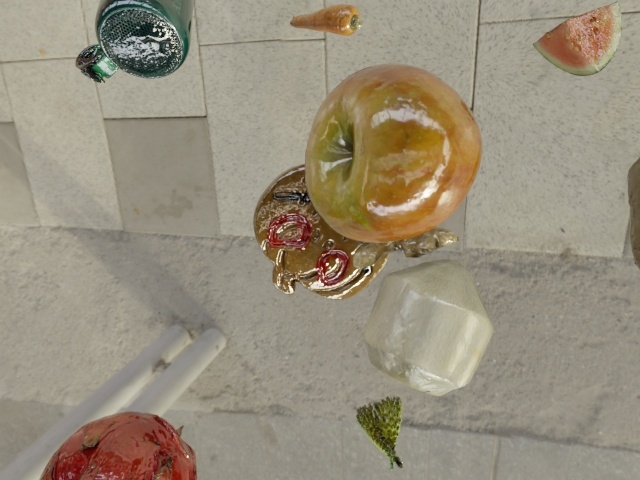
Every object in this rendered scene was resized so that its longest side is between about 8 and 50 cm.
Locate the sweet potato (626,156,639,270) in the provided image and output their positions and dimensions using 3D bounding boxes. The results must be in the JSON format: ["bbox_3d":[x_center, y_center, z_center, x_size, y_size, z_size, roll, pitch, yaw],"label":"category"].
[{"bbox_3d":[0.684,-0.048,0.907,0.158,0.369,0.157,17,147,11],"label":"sweet potato"}]

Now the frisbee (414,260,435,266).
[{"bbox_3d":[0.353,0.132,1.642,0.192,0.192,0.035,-21,119,24],"label":"frisbee"}]

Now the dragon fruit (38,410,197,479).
[{"bbox_3d":[-0.293,0.373,0.693,0.241,0.252,0.240,2,96,15],"label":"dragon fruit"}]

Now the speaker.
[{"bbox_3d":[-0.130,-0.145,0.334,0.060,0.075,0.094,20,139,-33],"label":"speaker"}]

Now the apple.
[{"bbox_3d":[0.088,-0.099,0.571,0.235,0.173,0.210,17,106,60],"label":"apple"}]

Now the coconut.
[{"bbox_3d":[0.221,0.162,0.947,0.238,0.237,0.265,19,84,11],"label":"coconut"}]

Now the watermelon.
[{"bbox_3d":[0.417,-0.338,0.785,0.135,0.094,0.125,14,91,47],"label":"watermelon"}]

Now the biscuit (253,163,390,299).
[{"bbox_3d":[0.000,0.000,1.113,0.367,0.063,0.314,40,93,-28],"label":"biscuit"}]

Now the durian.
[{"bbox_3d":[0.121,0.339,0.850,0.086,0.215,0.100,-26,82,5],"label":"durian"}]

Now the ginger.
[{"bbox_3d":[0.171,0.009,0.990,0.214,0.133,0.058,-23,119,-16],"label":"ginger"}]

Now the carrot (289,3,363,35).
[{"bbox_3d":[-0.001,-0.489,1.035,0.257,0.061,0.061,30,122,44],"label":"carrot"}]
